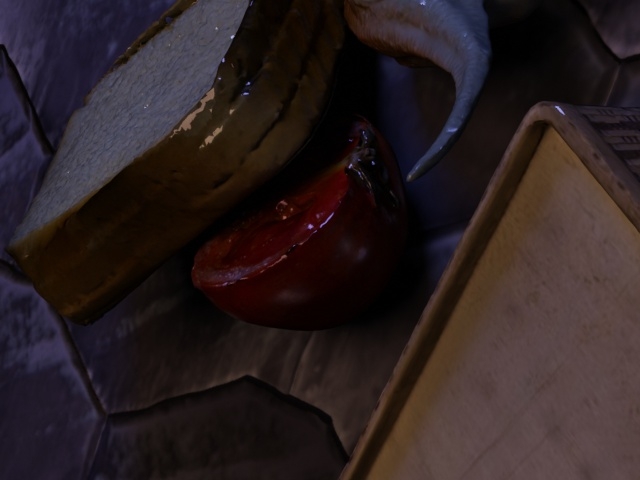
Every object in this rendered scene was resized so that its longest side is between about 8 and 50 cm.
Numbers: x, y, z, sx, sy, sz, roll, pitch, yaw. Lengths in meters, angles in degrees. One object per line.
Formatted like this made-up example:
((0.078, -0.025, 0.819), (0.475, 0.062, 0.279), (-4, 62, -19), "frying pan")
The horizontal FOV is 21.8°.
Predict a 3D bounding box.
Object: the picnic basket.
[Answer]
((0.152, 0.117, 0.739), (0.228, 0.175, 0.313), (58, 136, 39), "picnic basket")

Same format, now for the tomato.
((0.000, 0.000, 1.025), (0.139, 0.091, 0.159), (-29, 29, 27), "tomato")

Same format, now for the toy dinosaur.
((0.084, -0.153, 0.950), (0.205, 0.092, 0.393), (-29, 39, 33), "toy dinosaur")

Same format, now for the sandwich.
((-0.086, -0.078, 1.084), (0.251, 0.087, 0.226), (-37, 23, 37), "sandwich")
